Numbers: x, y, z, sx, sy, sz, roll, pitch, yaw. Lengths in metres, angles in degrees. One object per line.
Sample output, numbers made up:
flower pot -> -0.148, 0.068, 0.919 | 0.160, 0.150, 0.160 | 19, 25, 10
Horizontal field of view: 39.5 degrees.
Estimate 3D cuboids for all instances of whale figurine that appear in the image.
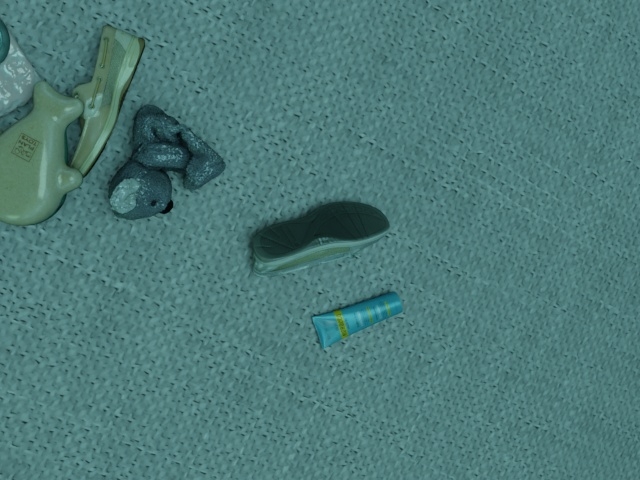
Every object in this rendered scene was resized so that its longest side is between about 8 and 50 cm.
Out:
whale figurine -> -0.538, -0.160, 1.688 | 0.216, 0.141, 0.272 | 26, 94, 3

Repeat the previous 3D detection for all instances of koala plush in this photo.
koala plush -> -0.338, -0.131, 1.769 | 0.203, 0.196, 0.221 | 42, 81, -10

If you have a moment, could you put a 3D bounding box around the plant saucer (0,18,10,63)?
plant saucer -> -0.630, -0.371, 1.636 | 0.119, 0.021, 0.119 | -1, 92, -30

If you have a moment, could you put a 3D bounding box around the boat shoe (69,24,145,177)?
boat shoe -> -0.439, -0.272, 1.747 | 0.098, 0.109, 0.302 | 21, 85, -15

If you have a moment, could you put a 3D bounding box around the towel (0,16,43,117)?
towel -> -0.727, -0.331, 1.629 | 0.331, 0.053, 0.317 | -36, 108, -20

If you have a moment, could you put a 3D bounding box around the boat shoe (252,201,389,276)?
boat shoe -> 0.000, 0.002, 1.964 | 0.320, 0.103, 0.118 | -18, 59, -22

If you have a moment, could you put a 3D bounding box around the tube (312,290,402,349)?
tube -> 0.086, 0.176, 2.048 | 0.207, 0.052, 0.080 | -21, 97, -12
